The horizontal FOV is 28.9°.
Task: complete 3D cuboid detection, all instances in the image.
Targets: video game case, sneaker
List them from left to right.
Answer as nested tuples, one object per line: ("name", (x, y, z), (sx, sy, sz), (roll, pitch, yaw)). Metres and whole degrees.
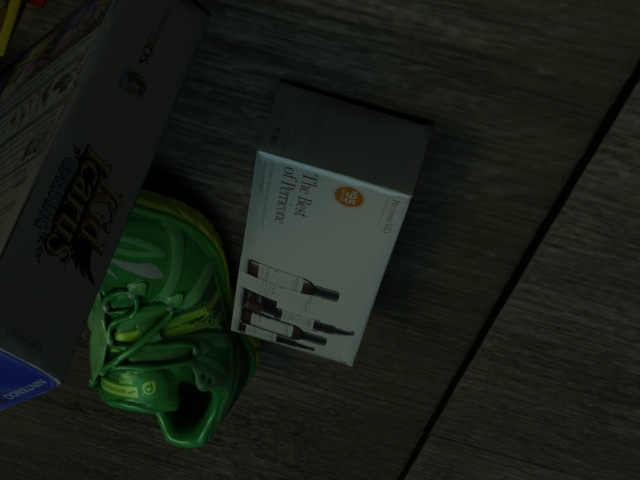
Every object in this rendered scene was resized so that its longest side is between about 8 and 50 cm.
("video game case", (-0.193, -0.007, 0.733), (0.061, 0.244, 0.269), (33, 145, -27))
("sneaker", (-0.122, 0.061, 0.921), (0.109, 0.123, 0.295), (2, 145, 23))

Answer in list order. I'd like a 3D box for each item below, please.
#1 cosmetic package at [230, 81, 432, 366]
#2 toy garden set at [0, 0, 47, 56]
("cosmetic package", (0.000, 0.000, 0.830), (0.099, 0.060, 0.239), (15, 149, 1))
("toy garden set", (-0.279, -0.120, 0.721), (0.204, 0.049, 0.244), (23, 133, -13))
